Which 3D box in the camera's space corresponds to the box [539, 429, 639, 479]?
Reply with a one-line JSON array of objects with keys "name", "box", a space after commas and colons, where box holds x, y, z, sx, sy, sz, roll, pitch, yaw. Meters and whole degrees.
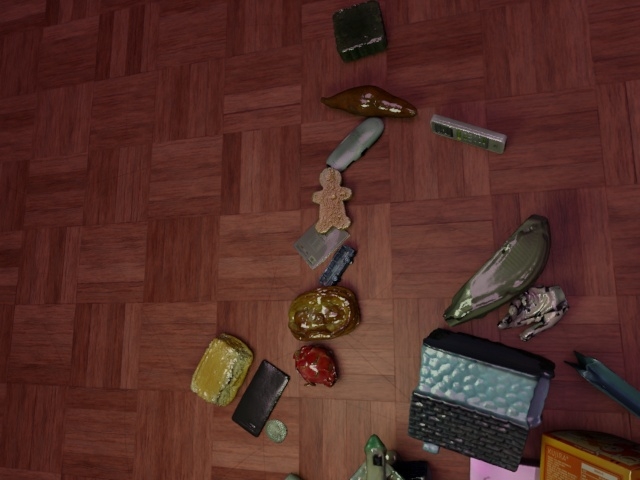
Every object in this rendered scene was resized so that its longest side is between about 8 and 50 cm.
[{"name": "box", "box": [0.745, 0.615, 1.202, 0.259, 0.283, 0.214, 6, 84, -16]}]

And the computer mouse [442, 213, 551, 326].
[{"name": "computer mouse", "box": [0.543, 0.110, 1.431, 0.145, 0.228, 0.429, 44, 95, 13]}]

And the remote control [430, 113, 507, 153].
[{"name": "remote control", "box": [0.485, -0.351, 1.590, 0.250, 0.103, 0.034, 24, 86, 19]}]

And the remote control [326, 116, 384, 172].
[{"name": "remote control", "box": [0.124, -0.342, 1.735, 0.256, 0.045, 0.097, -45, 71, 9]}]

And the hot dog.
[{"name": "hot dog", "box": [-0.002, 0.252, 1.638, 0.259, 0.114, 0.175, -16, 79, 14]}]

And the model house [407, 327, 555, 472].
[{"name": "model house", "box": [0.450, 0.471, 1.382, 0.360, 0.297, 0.339, 12, 92, 20]}]

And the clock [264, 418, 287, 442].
[{"name": "clock", "box": [-0.156, 0.659, 1.673, 0.083, 0.010, 0.074, 27, 90, 21]}]

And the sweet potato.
[{"name": "sweet potato", "box": [0.171, -0.495, 1.713, 0.359, 0.112, 0.112, 8, 83, 17]}]

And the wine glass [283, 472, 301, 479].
[{"name": "wine glass", "box": [-0.024, 0.893, 1.525, 0.321, 0.143, 0.143, 42, 95, 22]}]

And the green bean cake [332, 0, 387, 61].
[{"name": "green bean cake", "box": [0.145, -0.768, 1.774, 0.183, 0.094, 0.185, -13, 77, 16]}]

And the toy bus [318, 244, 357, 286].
[{"name": "toy bus", "box": [0.060, 0.091, 1.682, 0.065, 0.047, 0.166, 35, 93, 24]}]

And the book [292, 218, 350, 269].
[{"name": "book", "box": [0.000, 0.000, 1.733, 0.181, 0.014, 0.127, -44, 71, 7]}]

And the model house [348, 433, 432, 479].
[{"name": "model house", "box": [0.215, 0.731, 1.397, 0.243, 0.298, 0.284, -15, 40, 13]}]

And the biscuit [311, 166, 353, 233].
[{"name": "biscuit", "box": [0.043, -0.145, 1.717, 0.153, 0.030, 0.235, -8, 81, 14]}]

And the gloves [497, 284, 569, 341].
[{"name": "gloves", "box": [0.627, 0.213, 1.449, 0.212, 0.111, 0.128, -21, 105, 9]}]

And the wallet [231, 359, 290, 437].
[{"name": "wallet", "box": [-0.213, 0.555, 1.702, 0.124, 0.025, 0.244, 29, 91, 20]}]

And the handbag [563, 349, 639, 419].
[{"name": "handbag", "box": [0.799, 0.401, 1.328, 0.229, 0.179, 0.062, 39, 94, 13]}]

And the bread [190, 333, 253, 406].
[{"name": "bread", "box": [-0.354, 0.461, 1.713, 0.174, 0.121, 0.246, 27, 94, 28]}]

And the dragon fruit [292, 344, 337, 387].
[{"name": "dragon fruit", "box": [-0.010, 0.416, 1.612, 0.166, 0.133, 0.136, 36, 135, 21]}]

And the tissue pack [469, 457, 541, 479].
[{"name": "tissue pack", "box": [0.556, 0.703, 1.394, 0.246, 0.092, 0.149, 1, 80, 19]}]
